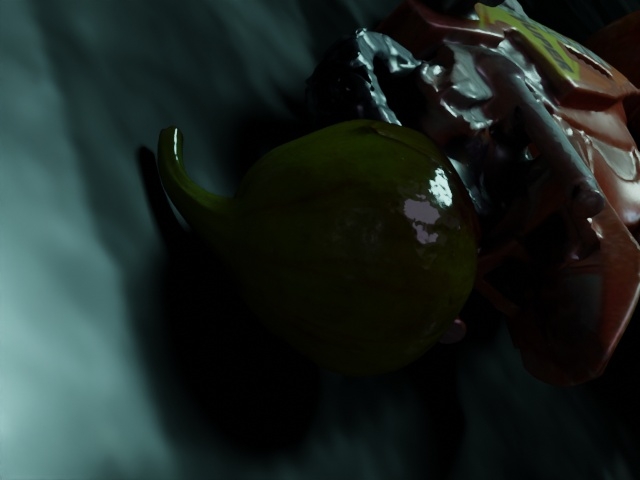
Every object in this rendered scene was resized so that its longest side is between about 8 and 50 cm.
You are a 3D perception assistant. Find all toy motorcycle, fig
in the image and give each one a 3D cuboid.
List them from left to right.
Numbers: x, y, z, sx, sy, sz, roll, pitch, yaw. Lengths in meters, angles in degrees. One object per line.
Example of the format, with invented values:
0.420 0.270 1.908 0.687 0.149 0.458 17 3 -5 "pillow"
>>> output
0.000 0.000 0.492 0.098 0.082 0.084 2 65 -17 "fig"
0.082 -0.045 0.685 0.171 0.089 0.298 51 22 -5 "toy motorcycle"

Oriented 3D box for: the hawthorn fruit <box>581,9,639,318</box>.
0.225 -0.054 0.843 0.185 0.202 0.185 57 18 -30 "hawthorn fruit"
